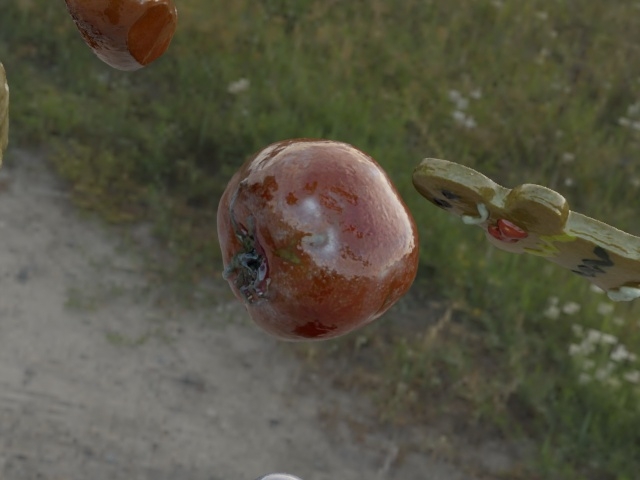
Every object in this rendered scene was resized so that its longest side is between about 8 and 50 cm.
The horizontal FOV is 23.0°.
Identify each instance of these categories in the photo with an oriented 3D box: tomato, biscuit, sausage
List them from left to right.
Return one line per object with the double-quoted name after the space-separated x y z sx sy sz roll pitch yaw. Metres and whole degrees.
-0.170 -0.199 1.356 0.089 0.089 0.179 18 -8 9 "sausage"
-0.001 -0.004 1.654 0.188 0.232 0.232 -10 32 -29 "tomato"
0.188 -0.007 1.344 0.240 0.035 0.158 23 -16 1 "biscuit"

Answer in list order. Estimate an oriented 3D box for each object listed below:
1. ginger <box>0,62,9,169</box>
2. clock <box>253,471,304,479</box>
-0.406 -0.133 1.699 0.126 0.190 0.354 -30 1 -20 "ginger"
-0.038 0.358 1.761 0.188 0.254 0.189 -4 54 6 "clock"
